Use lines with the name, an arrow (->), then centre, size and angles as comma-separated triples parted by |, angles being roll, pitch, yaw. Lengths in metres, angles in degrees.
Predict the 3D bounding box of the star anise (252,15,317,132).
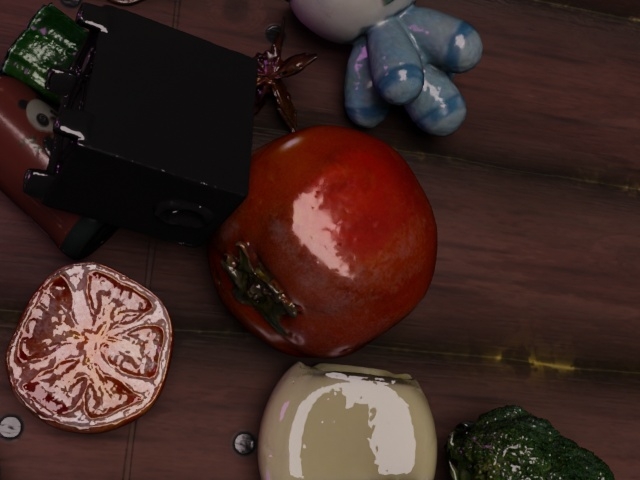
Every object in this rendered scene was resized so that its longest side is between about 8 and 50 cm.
star anise -> -0.073, -0.275, 1.501 | 0.158, 0.144, 0.141 | 24, 116, -2

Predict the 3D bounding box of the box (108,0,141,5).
box -> -0.296, -0.586, 1.416 | 0.239, 0.229, 0.339 | -32, 87, -21

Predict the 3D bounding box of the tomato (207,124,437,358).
tomato -> 0.000, 0.000, 1.333 | 0.289, 0.293, 0.325 | -35, 82, -36

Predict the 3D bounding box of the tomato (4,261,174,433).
tomato -> -0.321, 0.151, 1.298 | 0.236, 0.095, 0.237 | 2, 79, -13

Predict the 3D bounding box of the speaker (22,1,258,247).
speaker -> -0.234, -0.145, 1.222 | 0.253, 0.184, 0.232 | 16, 59, -24

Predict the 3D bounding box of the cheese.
cheese -> 0.039, 0.295, 1.347 | 0.265, 0.127, 0.233 | 5, 78, -12

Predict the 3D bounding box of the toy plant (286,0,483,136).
toy plant -> 0.122, -0.311, 1.484 | 0.247, 0.247, 0.332 | -32, 93, -20

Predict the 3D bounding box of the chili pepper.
chili pepper -> -0.329, -0.234, 1.388 | 0.270, 0.099, 0.136 | 32, 50, -5

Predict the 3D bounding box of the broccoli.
broccoli -> 0.295, 0.405, 1.324 | 0.283, 0.304, 0.321 | -38, 123, 17

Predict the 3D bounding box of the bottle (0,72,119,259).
bottle -> -0.423, -0.130, 1.314 | 0.336, 0.144, 0.144 | 42, 70, -1
